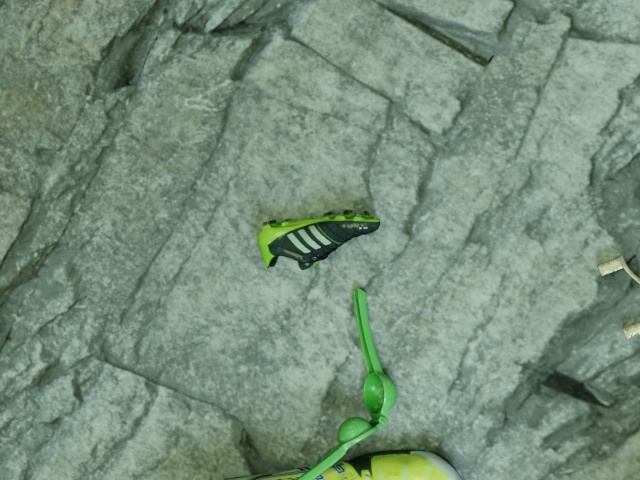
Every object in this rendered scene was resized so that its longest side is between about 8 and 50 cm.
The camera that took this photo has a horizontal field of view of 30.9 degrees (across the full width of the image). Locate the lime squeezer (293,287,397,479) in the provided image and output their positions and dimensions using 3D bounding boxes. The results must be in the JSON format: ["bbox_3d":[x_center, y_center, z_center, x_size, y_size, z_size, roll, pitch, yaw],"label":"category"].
[{"bbox_3d":[0.041,0.217,1.501,0.059,0.110,0.310,-10,47,49],"label":"lime squeezer"}]

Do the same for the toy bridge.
[{"bbox_3d":[0.411,0.107,1.446,0.063,0.026,0.188,-23,81,14],"label":"toy bridge"}]

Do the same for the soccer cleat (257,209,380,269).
[{"bbox_3d":[0.000,0.000,1.567,0.179,0.060,0.072,-7,95,23],"label":"soccer cleat"}]

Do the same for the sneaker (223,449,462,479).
[{"bbox_3d":[-0.004,0.361,1.498,0.385,0.147,0.145,-14,81,15],"label":"sneaker"}]
